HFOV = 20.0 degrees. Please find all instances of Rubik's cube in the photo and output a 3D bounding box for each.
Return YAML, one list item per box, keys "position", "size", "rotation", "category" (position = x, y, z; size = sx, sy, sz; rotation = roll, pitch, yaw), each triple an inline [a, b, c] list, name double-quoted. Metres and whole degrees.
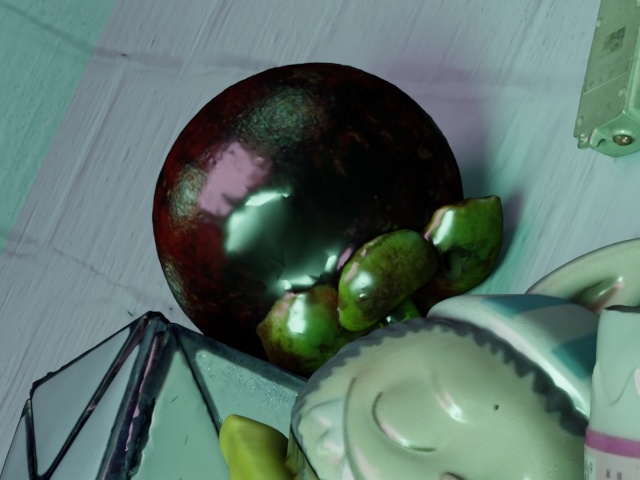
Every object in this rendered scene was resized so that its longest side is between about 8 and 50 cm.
- position: [-0.108, 0.269, 1.550]
  size: [0.310, 0.305, 0.307]
  rotation: [-31, 38, 56]
  category: "Rubik's cube"

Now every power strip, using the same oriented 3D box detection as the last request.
- position: [0.270, -0.191, 1.512]
  size: [0.078, 0.052, 0.272]
  rotation: [-25, 44, 56]
  category: "power strip"

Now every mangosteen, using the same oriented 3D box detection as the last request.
- position: [-0.002, -0.009, 1.629]
  size: [0.311, 0.311, 0.311]
  rotation: [-46, 30, 36]
  category: "mangosteen"

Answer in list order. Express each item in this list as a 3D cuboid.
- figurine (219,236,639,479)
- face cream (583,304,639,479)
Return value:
- position: [0.162, 0.191, 1.209]
  size: [0.377, 0.361, 0.266]
  rotation: [-27, 40, -1]
  category: "figurine"
- position: [0.238, 0.136, 1.031]
  size: [0.175, 0.175, 0.195]
  rotation: [-176, 86, -65]
  category: "face cream"
